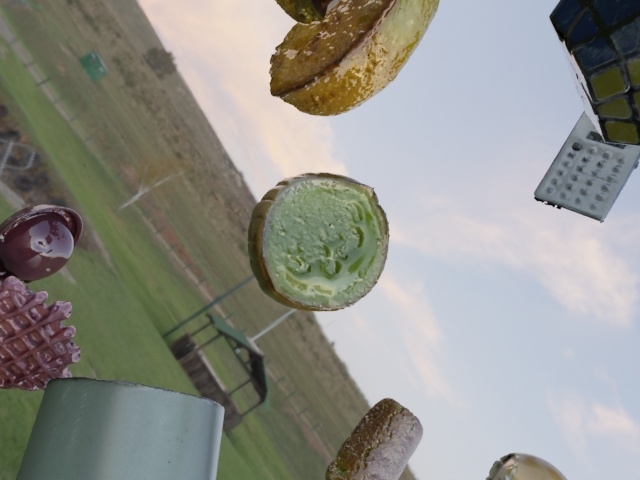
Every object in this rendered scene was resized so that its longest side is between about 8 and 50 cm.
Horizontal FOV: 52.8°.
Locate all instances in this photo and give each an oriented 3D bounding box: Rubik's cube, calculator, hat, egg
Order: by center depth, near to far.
[{"bbox_3d":[0.210,0.255,0.632,0.096,0.080,0.080,34,-14,1],"label":"egg"},{"bbox_3d":[0.460,-0.269,0.833,0.319,0.264,0.318,-18,-113,52],"label":"Rubik's cube"},{"bbox_3d":[-0.549,0.019,1.257,0.089,0.205,0.205,45,-16,19],"label":"hat"},{"bbox_3d":[0.588,-0.169,1.380,0.161,0.261,0.021,25,-14,33],"label":"calculator"}]

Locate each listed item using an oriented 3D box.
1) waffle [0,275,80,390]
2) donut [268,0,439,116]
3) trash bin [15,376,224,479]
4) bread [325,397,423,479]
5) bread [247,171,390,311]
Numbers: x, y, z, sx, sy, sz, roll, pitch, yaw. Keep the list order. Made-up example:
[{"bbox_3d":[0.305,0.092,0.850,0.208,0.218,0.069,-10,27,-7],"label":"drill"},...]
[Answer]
[{"bbox_3d":[-0.501,0.155,1.041,0.055,0.235,0.221,-79,-173,-65],"label":"waffle"},{"bbox_3d":[0.068,-0.444,1.228,0.163,0.378,0.434,31,49,-42],"label":"donut"},{"bbox_3d":[-0.277,0.412,0.815,0.280,0.281,0.431,87,9,-66],"label":"trash bin"},{"bbox_3d":[0.090,0.356,1.068,0.103,0.172,0.132,33,-21,22],"label":"bread"},{"bbox_3d":[0.000,0.000,1.012,0.236,0.236,0.070,60,-21,-10],"label":"bread"}]
